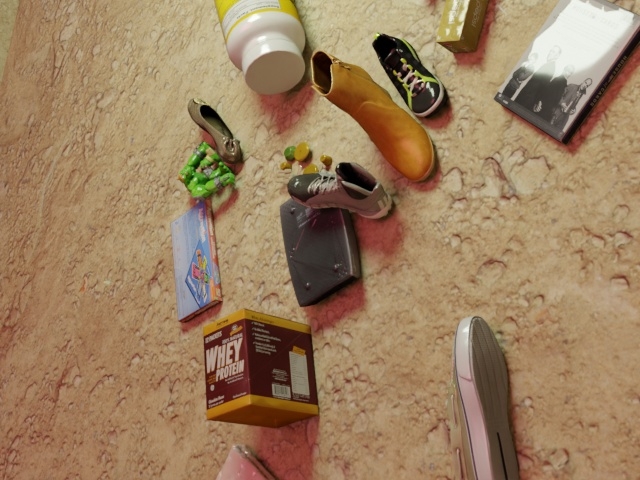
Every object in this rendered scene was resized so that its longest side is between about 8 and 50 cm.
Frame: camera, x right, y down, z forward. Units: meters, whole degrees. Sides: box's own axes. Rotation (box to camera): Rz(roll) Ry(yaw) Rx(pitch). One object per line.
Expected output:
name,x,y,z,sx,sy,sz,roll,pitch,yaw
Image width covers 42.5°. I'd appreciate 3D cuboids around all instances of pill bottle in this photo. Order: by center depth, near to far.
pill bottle,-0.143,-0.516,1.962,0.188,0.188,0.333,-37,53,31

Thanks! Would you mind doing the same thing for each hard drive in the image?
hard drive,0.000,0.000,1.737,0.172,0.054,0.254,-34,54,33

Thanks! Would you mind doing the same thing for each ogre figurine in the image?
ogre figurine,-0.291,-0.164,2.064,0.118,0.097,0.197,-44,63,3

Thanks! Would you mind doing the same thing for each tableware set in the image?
tableware set,-0.036,-0.172,1.859,0.154,0.024,0.104,4,76,47

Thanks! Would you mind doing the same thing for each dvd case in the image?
dvd case,0.430,-0.307,1.431,0.238,0.030,0.179,-57,45,14

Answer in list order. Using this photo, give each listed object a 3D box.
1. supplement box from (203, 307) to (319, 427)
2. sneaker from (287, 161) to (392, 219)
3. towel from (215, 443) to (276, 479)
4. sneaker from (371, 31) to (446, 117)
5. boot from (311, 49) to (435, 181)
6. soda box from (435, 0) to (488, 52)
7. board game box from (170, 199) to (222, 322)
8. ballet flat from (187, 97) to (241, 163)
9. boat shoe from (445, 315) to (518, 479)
supplement box,-0.122,0.263,1.669,0.129,0.191,0.194,-27,58,36
sneaker,0.028,-0.120,1.644,0.229,0.132,0.086,12,65,21
towel,-0.151,0.637,1.672,0.317,0.053,0.331,32,100,45
sneaker,0.164,-0.335,1.657,0.084,0.097,0.234,-48,48,23
boot,0.090,-0.245,1.618,0.104,0.211,0.295,-47,49,25
soda box,0.285,-0.461,1.608,0.061,0.058,0.181,10,84,46
board game box,-0.312,0.049,2.053,0.145,0.027,0.281,-31,56,35
ballet flat,-0.262,-0.289,2.078,0.249,0.084,0.058,57,132,35
boat shoe,0.249,0.277,1.357,0.094,0.109,0.302,-21,65,41
